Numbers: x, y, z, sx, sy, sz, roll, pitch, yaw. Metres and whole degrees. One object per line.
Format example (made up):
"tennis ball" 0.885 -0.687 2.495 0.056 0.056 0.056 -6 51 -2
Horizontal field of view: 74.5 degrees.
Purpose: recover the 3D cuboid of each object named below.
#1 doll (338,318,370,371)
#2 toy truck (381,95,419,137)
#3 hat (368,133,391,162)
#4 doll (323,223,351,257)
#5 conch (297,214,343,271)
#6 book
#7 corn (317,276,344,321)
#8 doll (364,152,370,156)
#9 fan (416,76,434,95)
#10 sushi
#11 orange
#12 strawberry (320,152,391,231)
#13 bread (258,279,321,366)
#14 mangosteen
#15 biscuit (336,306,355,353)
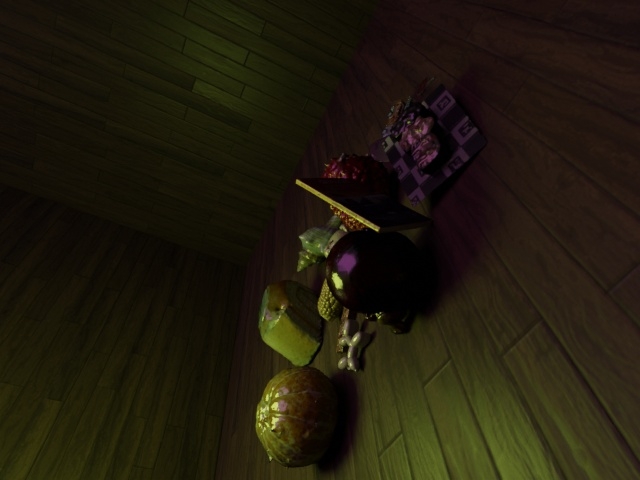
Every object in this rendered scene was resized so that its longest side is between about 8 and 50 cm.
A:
"doll" 0.107 0.369 1.437 0.160 0.059 0.161 -67 26 9
"toy truck" 0.333 -0.493 1.745 0.115 0.080 0.178 -2 66 61
"hat" 0.296 -0.408 1.569 0.214 0.244 0.149 -93 -9 -50
"doll" 0.066 0.064 1.825 0.175 0.149 0.278 64 155 23
"conch" -0.011 0.000 2.077 0.203 0.169 0.386 49 122 42
"book" 0.134 -0.123 1.335 0.374 0.262 0.028 35 121 38
"corn" 0.081 0.155 1.661 0.130 0.130 0.347 -117 48 -68
"doll" 0.205 -0.345 1.978 0.180 0.079 0.094 -48 63 38
"fan" 0.433 -0.645 1.734 0.085 0.005 0.133 -70 16 -7
"sushi" 0.313 -0.336 1.353 0.296 0.100 0.373 -43 39 29
"orange" -0.079 0.591 1.435 0.329 0.249 0.329 -45 37 48
"strawberry" 0.140 -0.170 1.667 0.292 0.292 0.344 144 128 -61
"bread" -0.153 0.363 1.916 0.239 0.264 0.395 -58 18 19
"mangosteen" 0.154 0.103 1.242 0.297 0.297 0.293 -103 19 -61
"biscuit" 0.097 0.323 1.569 0.064 0.034 0.199 -38 34 58
